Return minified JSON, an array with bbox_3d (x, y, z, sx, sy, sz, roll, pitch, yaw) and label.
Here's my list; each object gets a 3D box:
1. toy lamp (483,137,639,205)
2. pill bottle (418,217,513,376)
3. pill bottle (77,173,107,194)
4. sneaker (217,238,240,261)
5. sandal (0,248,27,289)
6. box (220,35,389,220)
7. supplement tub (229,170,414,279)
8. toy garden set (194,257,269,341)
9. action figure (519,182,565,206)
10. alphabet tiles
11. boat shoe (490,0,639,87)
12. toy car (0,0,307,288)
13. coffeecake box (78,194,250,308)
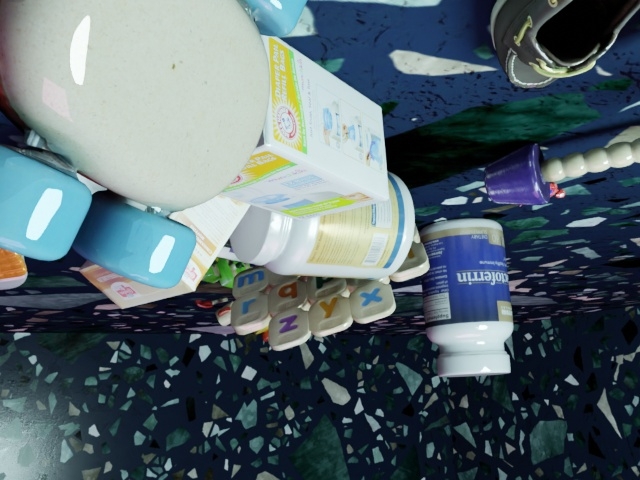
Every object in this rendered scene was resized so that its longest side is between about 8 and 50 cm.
[{"bbox_3d":[0.327,-0.093,0.786,0.274,0.080,0.080,-12,164,32],"label":"toy lamp"},{"bbox_3d":[0.257,0.104,1.205,0.153,0.265,0.153,-3,167,-1],"label":"pill bottle"},{"bbox_3d":[-0.276,-0.055,0.756,0.103,0.103,0.184,9,163,-42],"label":"pill bottle"},{"bbox_3d":[-0.162,-0.033,0.934,0.283,0.107,0.124,-3,160,-34],"label":"sneaker"},{"bbox_3d":[-0.478,-0.016,0.973,0.101,0.076,0.265,0,146,-16],"label":"sandal"},{"bbox_3d":[-0.034,-0.095,0.637,0.114,0.103,0.203,-11,165,31],"label":"box"},{"bbox_3d":[0.001,-0.027,0.848,0.199,0.145,0.144,5,165,-31],"label":"supplement tub"},{"bbox_3d":[-0.145,0.053,1.074,0.049,0.204,0.244,-31,160,13],"label":"toy garden set"},{"bbox_3d":[0.305,-0.070,0.995,0.115,0.030,0.038,-2,162,-14],"label":"action figure"},{"bbox_3d":[0.008,0.047,0.967,0.283,0.278,0.021,-19,120,6],"label":"alphabet tiles"},{"bbox_3d":[0.173,-0.158,0.488,0.081,0.069,0.228,-3,167,3],"label":"boat shoe"},{"bbox_3d":[-0.166,-0.122,0.407,0.237,0.219,0.210,23,177,21],"label":"toy car"},{"bbox_3d":[-0.150,-0.025,0.729,0.142,0.186,0.068,-15,126,44],"label":"coffeecake box"}]
